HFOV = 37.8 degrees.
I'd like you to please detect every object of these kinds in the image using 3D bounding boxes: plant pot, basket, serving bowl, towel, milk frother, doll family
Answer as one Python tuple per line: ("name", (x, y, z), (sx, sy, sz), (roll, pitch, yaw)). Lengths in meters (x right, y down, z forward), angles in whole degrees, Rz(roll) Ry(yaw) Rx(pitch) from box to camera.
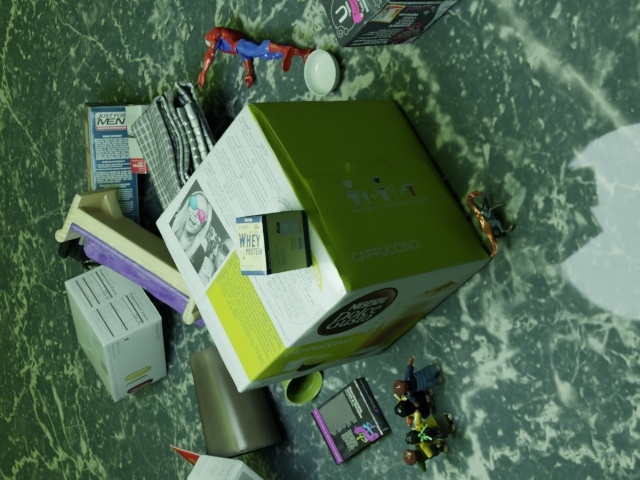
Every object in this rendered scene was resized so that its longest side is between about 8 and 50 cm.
("plant pot", (-0.050, 0.269, 1.856), (0.079, 0.083, 0.083), (43, 128, 50))
("basket", (-0.186, 0.336, 1.961), (0.204, 0.154, 0.227), (-36, 67, 59))
("serving bowl", (0.008, -0.305, 1.700), (0.083, 0.027, 0.083), (13, 108, 46))
("towel", (-0.282, -0.160, 1.908), (0.284, 0.121, 0.235), (69, 163, 1))
("milk frother", (-0.583, 0.004, 2.383), (0.143, 0.129, 0.135), (24, 126, -6))
("doll family", (0.168, 0.294, 1.585), (0.076, 0.111, 0.193), (-26, 78, 47))

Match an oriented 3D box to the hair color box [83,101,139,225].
("hair color box", (-0.487, -0.144, 2.181), (0.174, 0.105, 0.348), (-150, 58, -68))

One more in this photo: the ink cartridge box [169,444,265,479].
("ink cartridge box", (-0.155, 0.532, 1.896), (0.261, 0.066, 0.296), (-5, 136, 49))

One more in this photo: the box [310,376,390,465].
("box", (0.056, 0.346, 1.783), (0.162, 0.029, 0.116), (-45, 66, 44))

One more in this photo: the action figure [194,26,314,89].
("action figure", (-0.142, -0.336, 1.810), (0.280, 0.091, 0.139), (28, 109, 41))

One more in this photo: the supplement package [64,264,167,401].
("supplement package", (-0.474, 0.211, 2.191), (0.204, 0.145, 0.262), (50, 154, 28))

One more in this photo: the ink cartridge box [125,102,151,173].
("ink cartridge box", (-0.363, -0.228, 2.064), (0.063, 0.109, 0.151), (6, 102, 48))

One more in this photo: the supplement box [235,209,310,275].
("supplement box", (-0.066, 0.003, 1.302), (0.056, 0.083, 0.083), (-2, 95, 46))

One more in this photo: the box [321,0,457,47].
("box", (0.082, -0.448, 1.487), (0.142, 0.163, 0.247), (-34, 72, 50))

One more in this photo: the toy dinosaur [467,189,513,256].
("toy dinosaur", (0.257, -0.036, 1.449), (0.082, 0.090, 0.047), (32, 148, -14))

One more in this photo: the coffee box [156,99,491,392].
("coffee box", (0.000, 0.000, 1.538), (0.334, 0.337, 0.338), (-46, 64, 41))

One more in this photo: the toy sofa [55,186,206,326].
("toy sofa", (-0.378, 0.048, 1.995), (0.362, 0.150, 0.177), (31, 108, 12))
